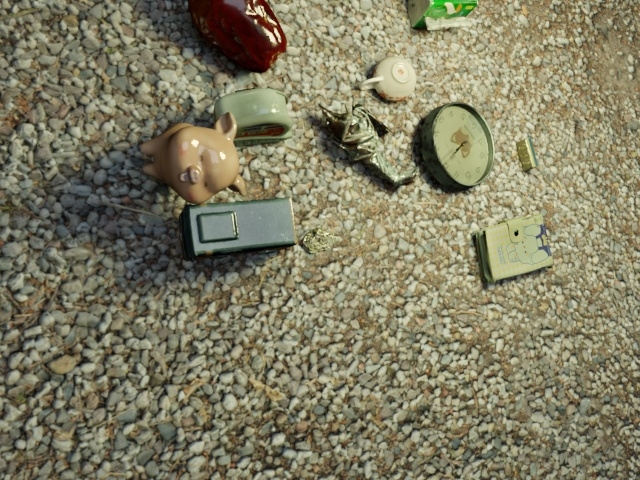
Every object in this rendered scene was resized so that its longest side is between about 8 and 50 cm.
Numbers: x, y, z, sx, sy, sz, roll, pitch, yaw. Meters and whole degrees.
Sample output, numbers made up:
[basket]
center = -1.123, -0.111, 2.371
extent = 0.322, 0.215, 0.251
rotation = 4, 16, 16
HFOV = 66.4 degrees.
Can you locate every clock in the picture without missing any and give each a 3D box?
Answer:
[clock]
center = 0.508, -0.346, 1.786
extent = 0.324, 0.067, 0.326
rotation = 4, 82, -30

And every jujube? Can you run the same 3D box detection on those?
[jujube]
center = -0.250, -0.672, 1.503
extent = 0.318, 0.223, 0.223
rotation = 44, 71, -18

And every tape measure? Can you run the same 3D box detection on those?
[tape measure]
center = -0.199, -0.374, 1.476
extent = 0.242, 0.246, 0.125
rotation = -12, 83, -15

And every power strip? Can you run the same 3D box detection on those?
[power strip]
center = 0.813, -0.337, 1.925
extent = 0.032, 0.056, 0.123
rotation = -15, 88, -20

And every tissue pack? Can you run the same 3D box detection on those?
[tissue pack]
center = 0.455, -0.851, 1.815
extent = 0.208, 0.148, 0.156
rotation = -11, 85, -21

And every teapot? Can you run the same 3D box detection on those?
[teapot]
center = 0.253, -0.573, 1.737
extent = 0.245, 0.116, 0.160
rotation = -9, 97, -15

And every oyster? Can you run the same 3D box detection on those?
[oyster]
center = 0.000, 0.001, 1.594
extent = 0.098, 0.037, 0.100
rotation = 41, 72, -10

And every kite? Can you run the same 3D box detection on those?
[kite]
center = 0.208, -0.406, 1.690
extent = 0.010, 0.159, 0.190
rotation = -47, 57, 12

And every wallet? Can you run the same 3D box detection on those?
[wallet]
center = 0.729, 0.029, 1.836
extent = 0.309, 0.077, 0.224
rotation = -12, 90, -23

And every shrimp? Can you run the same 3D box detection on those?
[shrimp]
center = 0.158, -0.327, 1.641
extent = 0.411, 0.166, 0.221
rotation = 48, 36, -20

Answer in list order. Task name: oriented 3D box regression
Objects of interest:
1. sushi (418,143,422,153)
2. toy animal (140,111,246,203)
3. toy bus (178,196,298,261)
[sushi]
center = 0.396, -0.346, 1.781
extent = 0.046, 0.044, 0.083
rotation = 46, 72, -8
[toy animal]
center = -0.350, -0.225, 1.348
extent = 0.269, 0.326, 0.237
rotation = -8, 117, -5
[toy bus]
center = -0.238, -0.033, 1.429
extent = 0.323, 0.194, 0.162
rotation = -6, 86, -21
